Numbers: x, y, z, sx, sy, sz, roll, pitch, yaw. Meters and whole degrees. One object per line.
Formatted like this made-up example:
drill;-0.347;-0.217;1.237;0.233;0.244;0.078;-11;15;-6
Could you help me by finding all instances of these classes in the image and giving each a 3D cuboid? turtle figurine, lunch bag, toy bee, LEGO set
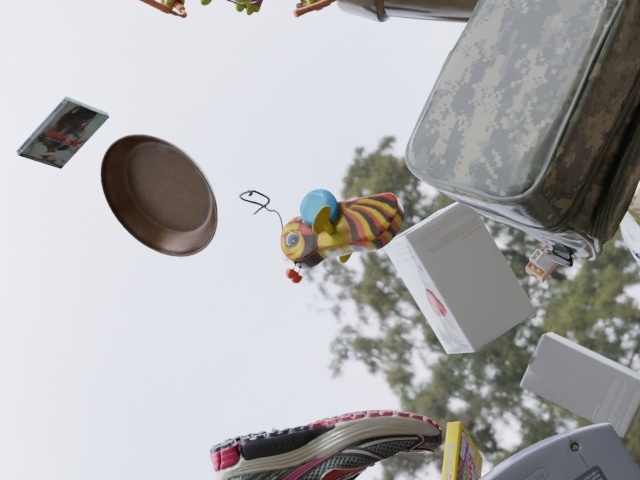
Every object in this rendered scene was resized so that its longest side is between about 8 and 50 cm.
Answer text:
turtle figurine;-0.125;-0.343;1.285;0.269;0.217;0.087;-3;-76;-12
lunch bag;0.286;-0.145;1.107;0.256;0.212;0.305;27;-93;-44
toy bee;0.000;0.000;1.724;0.195;0.298;0.162;26;-115;-46
LEGO set;0.424;-0.057;1.680;0.107;0.132;0.287;134;145;-78

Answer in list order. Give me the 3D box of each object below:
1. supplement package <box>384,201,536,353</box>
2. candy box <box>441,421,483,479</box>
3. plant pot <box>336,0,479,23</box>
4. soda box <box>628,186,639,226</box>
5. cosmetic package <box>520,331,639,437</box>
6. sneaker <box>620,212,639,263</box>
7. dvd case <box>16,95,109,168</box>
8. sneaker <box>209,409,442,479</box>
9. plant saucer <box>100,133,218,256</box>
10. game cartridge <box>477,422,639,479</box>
supplement package;0.302;0.082;2.121;0.175;0.177;0.293;-31;-90;-15
candy box;0.213;0.388;1.458;0.105;0.027;0.206;60;-150;-35
plant pot;0.205;-0.417;1.279;0.323;0.280;0.323;22;-90;-79
soda box;0.476;-0.087;1.245;0.061;0.058;0.181;46;-109;-20
cosmetic package;0.551;0.295;1.994;0.107;0.238;0.127;6;-70;-63
sneaker;0.488;0.021;1.351;0.094;0.235;0.153;-33;-31;20
dvd case;-0.381;-0.158;1.426;0.119;0.013;0.087;-41;-28;18
sneaker;0.012;0.279;1.208;0.299;0.121;0.112;-10;-98;-16
plant saucer;-0.225;-0.069;1.380;0.036;0.198;0.198;-50;-39;-48
game cartridge;0.296;0.377;1.261;0.297;0.198;0.062;-30;-11;-12
